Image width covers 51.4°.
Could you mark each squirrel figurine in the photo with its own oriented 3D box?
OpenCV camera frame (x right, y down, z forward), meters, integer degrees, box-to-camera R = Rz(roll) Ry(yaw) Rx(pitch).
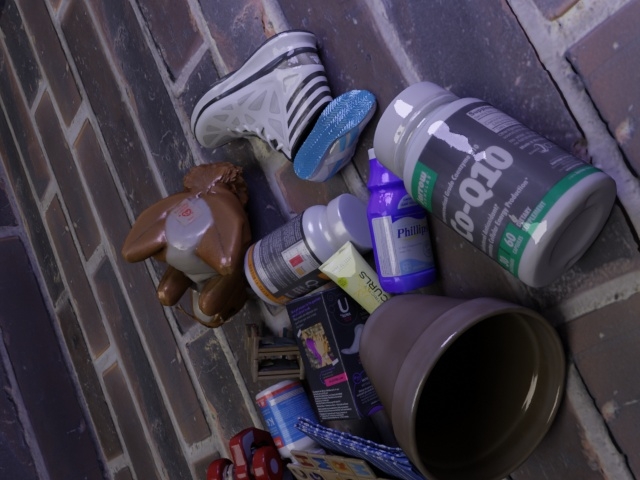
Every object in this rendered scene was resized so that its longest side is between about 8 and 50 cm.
[{"bbox_3d":[-0.261,0.019,1.673,0.281,0.397,0.370,0,144,13],"label":"squirrel figurine"}]

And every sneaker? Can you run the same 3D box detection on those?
[{"bbox_3d":[0.040,-0.220,1.404,0.229,0.092,0.087,-48,60,22],"label":"sneaker"},{"bbox_3d":[-0.139,-0.256,1.525,0.447,0.169,0.257,-29,76,45],"label":"sneaker"}]

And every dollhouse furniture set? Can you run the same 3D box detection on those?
[{"bbox_3d":[-0.120,0.257,1.701,0.184,0.129,0.129,-127,38,-68],"label":"dollhouse furniture set"}]

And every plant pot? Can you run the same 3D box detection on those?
[{"bbox_3d":[0.217,0.228,1.186,0.280,0.323,0.323,27,121,60],"label":"plant pot"}]

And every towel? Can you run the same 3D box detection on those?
[{"bbox_3d":[0.126,0.464,1.410,0.336,0.040,0.243,3,147,46],"label":"towel"}]

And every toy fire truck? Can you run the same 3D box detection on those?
[{"bbox_3d":[-0.141,0.627,1.709,0.169,0.254,0.302,-21,85,17],"label":"toy fire truck"}]

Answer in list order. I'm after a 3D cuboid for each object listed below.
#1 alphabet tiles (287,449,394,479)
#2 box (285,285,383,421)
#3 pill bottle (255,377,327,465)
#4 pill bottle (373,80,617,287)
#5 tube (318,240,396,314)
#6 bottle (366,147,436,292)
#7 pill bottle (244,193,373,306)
[{"bbox_3d":[0.083,0.579,1.500,0.342,0.011,0.285,-10,121,45],"label":"alphabet tiles"},{"bbox_3d":[0.060,0.233,1.432,0.143,0.165,0.270,-22,83,51],"label":"box"},{"bbox_3d":[-0.066,0.465,1.665,0.124,0.124,0.221,-41,70,46],"label":"pill bottle"},{"bbox_3d":[0.268,-0.105,1.084,0.361,0.204,0.204,42,128,34],"label":"pill bottle"},{"bbox_3d":[0.109,0.113,1.349,0.240,0.070,0.062,46,165,-5],"label":"tube"},{"bbox_3d":[0.150,-0.044,1.297,0.092,0.118,0.283,-7,94,51],"label":"bottle"},{"bbox_3d":[-0.021,0.021,1.442,0.278,0.162,0.162,-31,76,32],"label":"pill bottle"}]
